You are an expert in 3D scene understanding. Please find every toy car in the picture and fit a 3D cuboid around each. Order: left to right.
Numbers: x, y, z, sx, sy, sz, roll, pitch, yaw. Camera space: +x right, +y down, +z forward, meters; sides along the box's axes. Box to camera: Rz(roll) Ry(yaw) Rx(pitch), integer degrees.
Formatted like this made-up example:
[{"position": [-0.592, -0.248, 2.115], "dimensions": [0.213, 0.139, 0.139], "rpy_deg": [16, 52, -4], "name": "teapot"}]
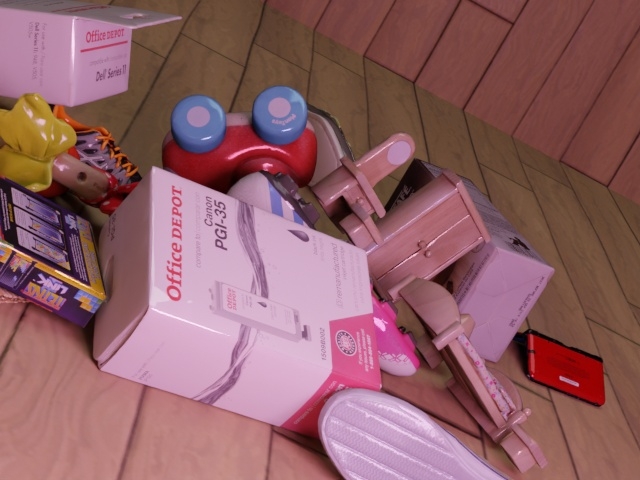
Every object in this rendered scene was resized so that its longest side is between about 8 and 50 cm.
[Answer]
[{"position": [-0.098, -0.048, 1.966], "dimensions": [0.210, 0.219, 0.238], "rpy_deg": [-7, 69, -6], "name": "toy car"}]

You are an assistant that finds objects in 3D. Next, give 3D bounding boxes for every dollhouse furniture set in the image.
[{"position": [0.184, 0.058, 1.838], "dimensions": [0.303, 0.174, 0.355], "rpy_deg": [57, -5, -37], "name": "dollhouse furniture set"}]

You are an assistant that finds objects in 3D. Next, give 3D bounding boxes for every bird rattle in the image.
[{"position": [-0.308, -0.091, 1.791], "dimensions": [0.253, 0.143, 0.207], "rpy_deg": [19, 3, -39], "name": "bird rattle"}]

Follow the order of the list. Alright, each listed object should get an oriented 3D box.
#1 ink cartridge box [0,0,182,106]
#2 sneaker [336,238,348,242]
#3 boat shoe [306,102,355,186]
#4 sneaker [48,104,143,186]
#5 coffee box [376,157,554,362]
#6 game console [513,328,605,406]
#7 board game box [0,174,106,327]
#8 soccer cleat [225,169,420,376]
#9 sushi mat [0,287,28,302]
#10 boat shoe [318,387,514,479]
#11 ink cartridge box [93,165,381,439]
[{"position": [-0.378, -0.252, 1.925], "dimensions": [0.353, 0.119, 0.207], "rpy_deg": [9, 14, 12], "name": "ink cartridge box"}, {"position": [0.000, 0.000, 2.163], "dimensions": [0.069, 0.038, 0.098], "rpy_deg": [41, 20, 30], "name": "sneaker"}, {"position": [0.001, -0.164, 2.512], "dimensions": [0.091, 0.109, 0.305], "rpy_deg": [14, 19, -29], "name": "boat shoe"}, {"position": [-0.288, -0.102, 1.914], "dimensions": [0.215, 0.083, 0.084], "rpy_deg": [30, 16, -4], "name": "sneaker"}, {"position": [0.199, 0.024, 2.201], "dimensions": [0.119, 0.168, 0.297], "rpy_deg": [20, 19, -30], "name": "coffee box"}, {"position": [0.346, 0.192, 2.224], "dimensions": [0.144, 0.085, 0.124], "rpy_deg": [22, 50, -23], "name": "game console"}, {"position": [-0.304, 0.005, 1.555], "dimensions": [0.141, 0.048, 0.170], "rpy_deg": [31, 16, -27], "name": "board game box"}, {"position": [-0.015, 0.065, 1.868], "dimensions": [0.331, 0.143, 0.116], "rpy_deg": [51, -3, -8], "name": "soccer cleat"}, {"position": [-0.396, -0.033, 1.591], "dimensions": [0.316, 0.019, 0.151], "rpy_deg": [46, 17, 28], "name": "sushi mat"}, {"position": [0.120, 0.253, 1.570], "dimensions": [0.302, 0.109, 0.094], "rpy_deg": [35, 0, -13], "name": "boat shoe"}, {"position": [-0.088, 0.071, 1.585], "dimensions": [0.283, 0.117, 0.207], "rpy_deg": [21, 42, -26], "name": "ink cartridge box"}]
